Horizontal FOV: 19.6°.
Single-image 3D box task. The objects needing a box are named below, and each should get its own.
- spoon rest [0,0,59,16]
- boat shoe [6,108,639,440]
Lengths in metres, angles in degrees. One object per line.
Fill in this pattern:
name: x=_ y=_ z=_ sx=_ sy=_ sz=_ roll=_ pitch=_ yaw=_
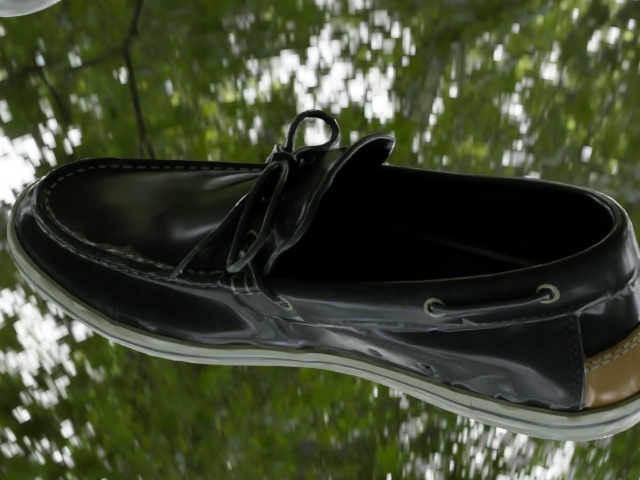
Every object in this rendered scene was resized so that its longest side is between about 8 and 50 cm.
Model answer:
spoon rest: x=-0.293 y=-0.218 z=1.307 sx=0.276 sy=0.137 sz=0.084 roll=-7 pitch=-152 yaw=-16
boat shoe: x=0.000 y=0.000 z=1.274 sx=0.500 sy=0.156 sz=0.187 roll=13 pitch=-138 yaw=26
